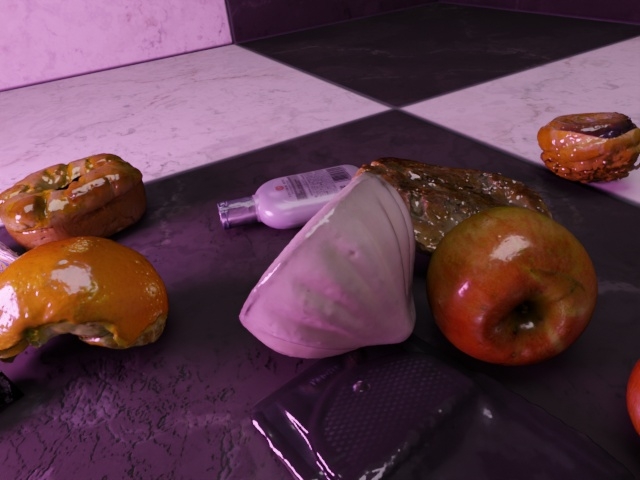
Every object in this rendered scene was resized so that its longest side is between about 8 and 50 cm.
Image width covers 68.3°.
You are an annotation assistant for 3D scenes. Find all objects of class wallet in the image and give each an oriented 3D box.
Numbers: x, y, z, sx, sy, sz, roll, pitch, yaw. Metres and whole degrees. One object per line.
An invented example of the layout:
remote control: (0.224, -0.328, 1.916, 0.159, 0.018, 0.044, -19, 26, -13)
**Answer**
wallet: (0.104, 0.210, 0.497, 0.247, 0.041, 0.323, -29, 40, -27)

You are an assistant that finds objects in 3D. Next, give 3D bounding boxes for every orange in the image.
orange: (-0.337, 0.077, 0.645, 0.237, 0.158, 0.179, -7, 12, 5)

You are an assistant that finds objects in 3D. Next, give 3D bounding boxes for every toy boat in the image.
toy boat: (-0.591, 0.027, 0.837, 0.210, 0.084, 0.066, 13, 25, 19)

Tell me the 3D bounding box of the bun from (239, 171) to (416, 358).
bun: (0.044, 0.059, 0.594, 0.175, 0.263, 0.263, 41, 49, 8)

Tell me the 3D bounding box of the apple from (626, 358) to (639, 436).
apple: (0.390, 0.164, 0.438, 0.173, 0.160, 0.195, -24, 25, 13)

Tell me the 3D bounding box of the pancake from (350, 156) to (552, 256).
pancake: (0.220, -0.061, 0.817, 0.356, 0.065, 0.356, 9, 31, -5)

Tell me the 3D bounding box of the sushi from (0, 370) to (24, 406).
sushi: (-0.448, 0.195, 0.598, 0.085, 0.056, 0.083, 18, 48, 29)

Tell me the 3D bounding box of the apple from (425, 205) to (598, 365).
apple: (0.227, 0.050, 0.583, 0.196, 0.196, 0.196, -4, 34, 3)

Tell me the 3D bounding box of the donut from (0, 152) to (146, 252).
donut: (-0.480, -0.076, 0.931, 0.261, 0.128, 0.208, -27, 38, -27)

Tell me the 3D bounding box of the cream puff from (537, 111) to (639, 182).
cream puff: (0.526, -0.178, 0.921, 0.189, 0.129, 0.189, -8, 26, 4)

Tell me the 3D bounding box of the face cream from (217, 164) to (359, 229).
face cream: (-0.050, -0.077, 0.912, 0.291, 0.071, 0.144, -14, 38, -13)
